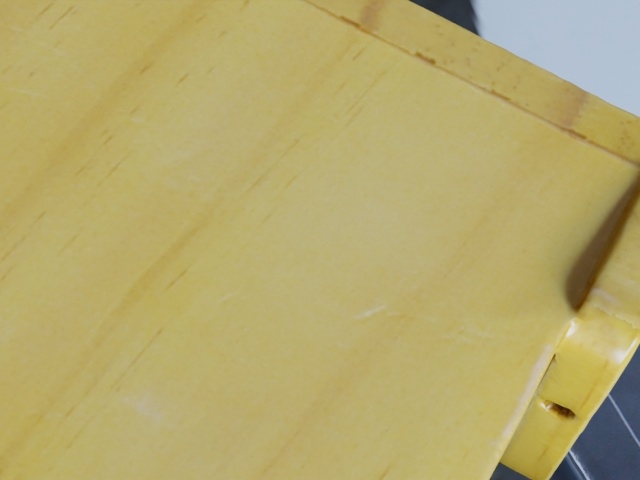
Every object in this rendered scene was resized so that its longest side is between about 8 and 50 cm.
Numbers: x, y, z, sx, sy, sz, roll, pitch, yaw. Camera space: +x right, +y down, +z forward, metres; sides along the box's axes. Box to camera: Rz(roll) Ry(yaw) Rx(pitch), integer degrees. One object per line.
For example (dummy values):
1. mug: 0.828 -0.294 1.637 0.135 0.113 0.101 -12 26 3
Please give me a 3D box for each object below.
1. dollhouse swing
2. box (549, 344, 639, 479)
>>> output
1. dollhouse swing: -0.053 0.038 0.822 0.347 0.305 0.315 27 158 7
2. box: 0.348 0.096 1.192 0.395 0.212 0.293 -31 92 -3
